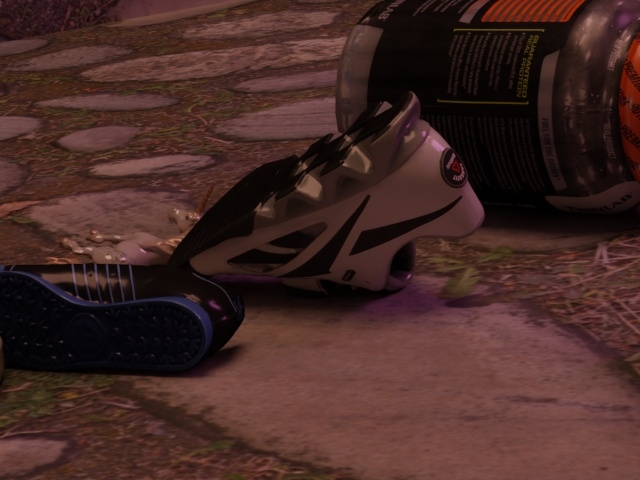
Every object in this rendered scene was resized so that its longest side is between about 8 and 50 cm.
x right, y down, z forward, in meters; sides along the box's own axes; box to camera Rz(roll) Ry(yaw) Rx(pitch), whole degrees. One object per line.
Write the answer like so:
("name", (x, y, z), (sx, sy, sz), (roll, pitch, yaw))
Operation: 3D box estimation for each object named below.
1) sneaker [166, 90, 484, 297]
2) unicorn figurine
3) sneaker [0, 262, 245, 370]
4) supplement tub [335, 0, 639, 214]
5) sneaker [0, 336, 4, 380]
("sneaker", (0.000, 0.000, 1.697), (0.330, 0.146, 0.122), (-22, 25, 47))
("unicorn figurine", (-0.175, 0.009, 1.826), (0.111, 0.060, 0.162), (4, 34, 32))
("sneaker", (-0.172, 0.057, 1.587), (0.232, 0.081, 0.090), (8, 16, 23))
("supplement tub", (0.200, -0.132, 1.892), (0.338, 0.207, 0.207), (5, 18, 37))
("sneaker", (-0.342, 0.078, 1.422), (0.131, 0.148, 0.350), (-2, 15, 14))
